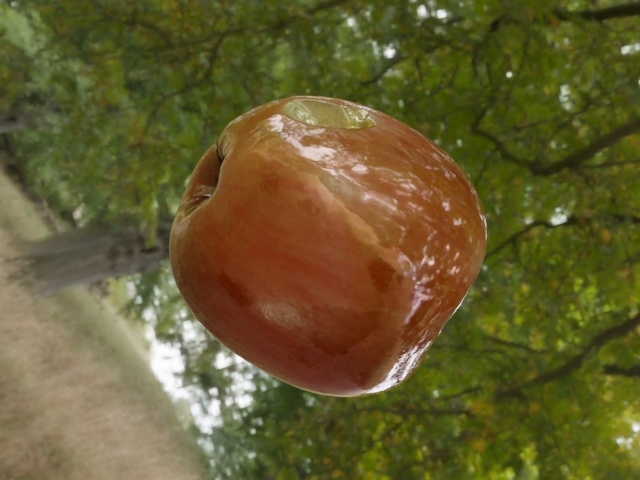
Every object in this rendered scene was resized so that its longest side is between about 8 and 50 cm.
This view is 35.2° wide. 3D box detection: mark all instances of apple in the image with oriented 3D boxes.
[{"bbox_3d":[0.000,0.000,0.838,0.242,0.241,0.242,-156,-90,-83],"label":"apple"}]
